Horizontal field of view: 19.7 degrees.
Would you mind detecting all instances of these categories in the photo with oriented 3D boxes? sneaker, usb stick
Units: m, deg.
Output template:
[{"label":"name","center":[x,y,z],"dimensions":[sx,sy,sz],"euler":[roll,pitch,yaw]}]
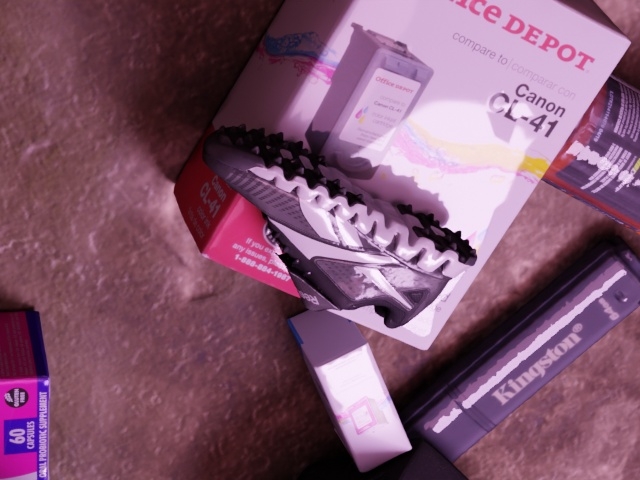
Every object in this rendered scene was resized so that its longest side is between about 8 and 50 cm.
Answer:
[{"label":"sneaker","center":[0.000,0.000,1.363],"dimensions":[0.234,0.078,0.106],"euler":[27,106,-27]},{"label":"usb stick","center":[0.175,0.105,1.634],"dimensions":[0.278,0.045,0.077],"euler":[-41,119,7]}]

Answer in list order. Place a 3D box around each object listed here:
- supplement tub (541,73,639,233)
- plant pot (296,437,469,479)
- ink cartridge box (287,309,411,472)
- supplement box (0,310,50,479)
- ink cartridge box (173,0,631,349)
[{"label":"supplement tub","center":[0.261,-0.066,1.534],"dimensions":[0.198,0.106,0.106],"euler":[27,107,-26]},{"label":"plant pot","center":[0.051,0.281,1.596],"dimensions":[0.188,0.187,0.167],"euler":[-18,106,30]},{"label":"ink cartridge box","center":[0.025,0.124,1.576],"dimensions":[0.052,0.088,0.122],"euler":[-25,121,-6]},{"label":"supplement box","center":[-0.330,0.133,1.471],"dimensions":[0.220,0.114,0.111],"euler":[-2,118,-12]},{"label":"ink cartridge box","center":[0.059,-0.096,1.448],"dimensions":[0.226,0.131,0.306],"euler":[24,110,-24]}]
